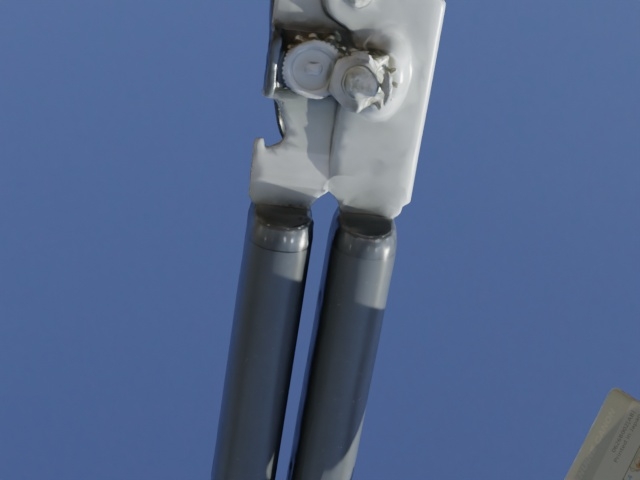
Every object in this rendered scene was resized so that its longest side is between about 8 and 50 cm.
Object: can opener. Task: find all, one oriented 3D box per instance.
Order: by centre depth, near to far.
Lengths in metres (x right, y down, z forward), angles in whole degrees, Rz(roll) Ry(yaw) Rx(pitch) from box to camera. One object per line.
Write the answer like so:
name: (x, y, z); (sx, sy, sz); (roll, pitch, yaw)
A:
can opener: (0.000, 0.000, 0.808); (0.074, 0.280, 0.093); (6, -161, -5)

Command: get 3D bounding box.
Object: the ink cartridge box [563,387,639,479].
ink cartridge box: (0.171, 0.167, 0.783); (0.179, 0.045, 0.145); (30, -86, 49)
